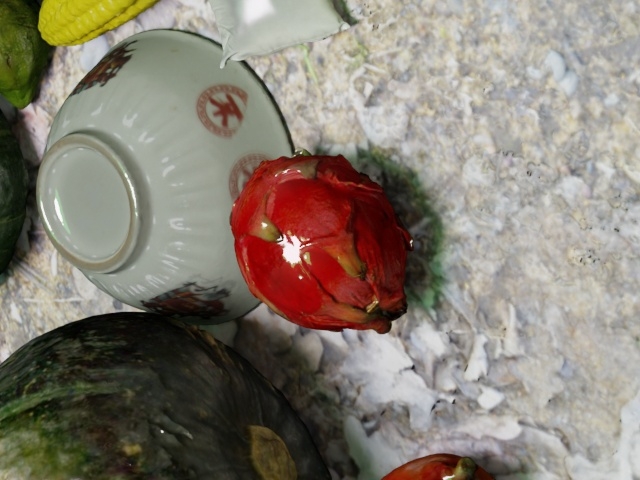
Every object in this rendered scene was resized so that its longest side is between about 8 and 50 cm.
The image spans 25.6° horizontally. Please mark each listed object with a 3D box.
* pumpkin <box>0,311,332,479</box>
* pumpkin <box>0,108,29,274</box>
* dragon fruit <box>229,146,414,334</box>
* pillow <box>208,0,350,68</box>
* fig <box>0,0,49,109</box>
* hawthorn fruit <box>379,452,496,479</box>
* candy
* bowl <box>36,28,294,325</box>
[{"bbox_3d":[-0.178,0.295,1.422,0.344,0.454,0.454,-27,85,16],"label":"pumpkin"},{"bbox_3d":[-0.492,-0.060,1.698,0.300,0.207,0.300,9,110,25],"label":"pumpkin"},{"bbox_3d":[0.000,0.000,1.381,0.209,0.172,0.172,49,125,25],"label":"dragon fruit"},{"bbox_3d":[-0.070,-0.310,1.409,0.144,0.078,0.254,-16,93,28],"label":"pillow"},{"bbox_3d":[-0.373,-0.220,1.630,0.123,0.123,0.156,25,132,29],"label":"fig"},{"bbox_3d":[0.120,0.284,1.377,0.169,0.169,0.188,31,115,26],"label":"hawthorn fruit"},{"bbox_3d":[-0.245,-0.268,1.533,0.199,0.106,0.094,-25,104,44],"label":"candy"},{"bbox_3d":[-0.200,-0.051,1.520,0.337,0.157,0.337,11,109,34],"label":"bowl"}]
